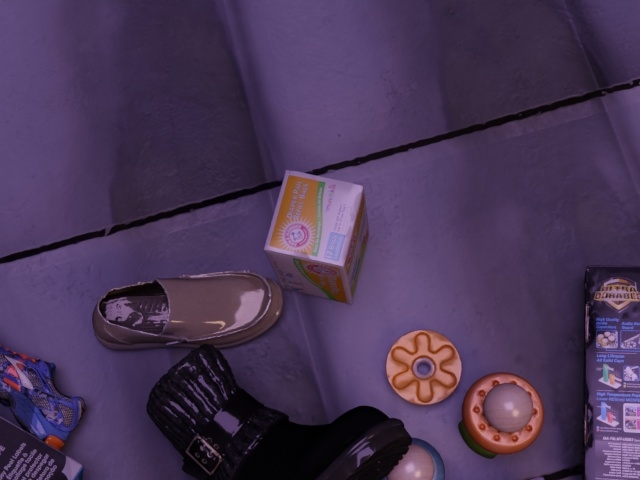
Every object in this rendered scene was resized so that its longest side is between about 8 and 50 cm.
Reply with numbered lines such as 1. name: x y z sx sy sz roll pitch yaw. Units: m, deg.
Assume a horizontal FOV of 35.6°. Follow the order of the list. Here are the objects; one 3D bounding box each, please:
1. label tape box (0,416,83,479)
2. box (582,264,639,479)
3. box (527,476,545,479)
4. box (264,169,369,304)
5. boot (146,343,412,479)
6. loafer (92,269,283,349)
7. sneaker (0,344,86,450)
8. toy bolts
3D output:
1. label tape box: -0.510 0.311 1.233 0.348 0.115 0.249 31 58 -1
2. box: 0.485 0.179 1.265 0.296 0.073 0.293 0 72 14
3. box: 0.179 0.418 1.145 0.262 0.231 0.126 -17 115 -1
4. box: 0.000 0.000 1.312 0.103 0.203 0.114 12 74 8
5. boot: -0.069 0.223 1.205 0.131 0.348 0.260 -14 67 -48
6. loafer: -0.185 0.097 1.355 0.269 0.092 0.102 -10 72 1
7. sneaker: -0.407 0.189 1.360 0.221 0.083 0.087 44 67 10
8. toy bolts: 0.143 0.224 1.253 0.218 0.158 0.228 42 80 15
